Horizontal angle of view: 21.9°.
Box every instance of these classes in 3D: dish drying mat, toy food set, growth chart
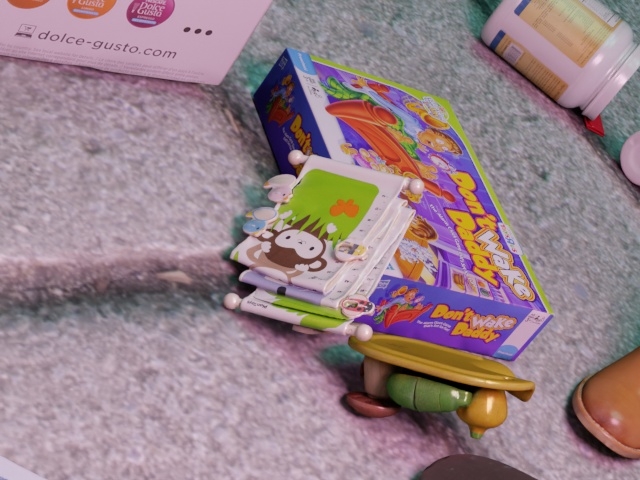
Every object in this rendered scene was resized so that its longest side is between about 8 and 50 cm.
[{"bbox_3d":[0.381,-0.177,2.320,0.032,0.008,0.083,27,32,-19],"label":"dish drying mat"},{"bbox_3d":[0.088,0.134,1.528,0.218,0.071,0.128,15,7,25],"label":"toy food set"},{"bbox_3d":[0.000,0.000,1.585,0.172,0.021,0.237,8,45,17],"label":"growth chart"}]

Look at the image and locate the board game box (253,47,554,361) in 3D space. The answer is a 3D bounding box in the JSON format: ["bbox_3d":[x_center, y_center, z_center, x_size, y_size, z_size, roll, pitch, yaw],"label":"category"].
[{"bbox_3d":[0.083,-0.042,1.771,0.233,0.078,0.347,14,38,-34],"label":"board game box"}]

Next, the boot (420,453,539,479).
[{"bbox_3d":[0.200,0.303,1.434,0.112,0.115,0.305,-31,52,-32],"label":"boot"}]

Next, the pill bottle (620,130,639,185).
[{"bbox_3d":[0.477,-0.115,2.268,0.137,0.078,0.078,-6,52,-50],"label":"pill bottle"}]

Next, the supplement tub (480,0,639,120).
[{"bbox_3d":[0.336,-0.273,2.270,0.200,0.144,0.144,40,31,4],"label":"supplement tub"}]

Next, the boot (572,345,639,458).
[{"bbox_3d":[0.399,0.113,1.748,0.283,0.220,0.109,-11,55,-51],"label":"boot"}]

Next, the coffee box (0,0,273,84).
[{"bbox_3d":[-0.220,-0.407,1.664,0.338,0.334,0.338,4,48,-37],"label":"coffee box"}]

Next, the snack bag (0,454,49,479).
[{"bbox_3d":[-0.209,0.283,1.089,0.323,0.037,0.342,30,31,-10],"label":"snack bag"}]
